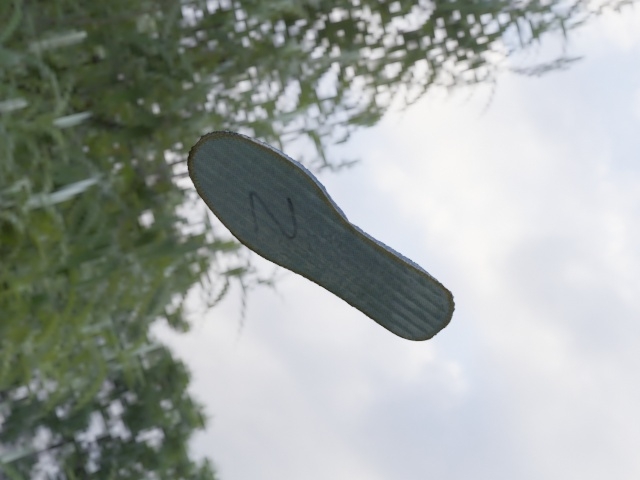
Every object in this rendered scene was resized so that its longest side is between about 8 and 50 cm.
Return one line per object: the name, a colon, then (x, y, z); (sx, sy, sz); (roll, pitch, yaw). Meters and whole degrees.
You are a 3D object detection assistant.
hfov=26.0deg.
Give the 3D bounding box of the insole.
insole: (0.000, 0.000, 0.824); (0.064, 0.188, 0.004); (-51, -169, 23)
